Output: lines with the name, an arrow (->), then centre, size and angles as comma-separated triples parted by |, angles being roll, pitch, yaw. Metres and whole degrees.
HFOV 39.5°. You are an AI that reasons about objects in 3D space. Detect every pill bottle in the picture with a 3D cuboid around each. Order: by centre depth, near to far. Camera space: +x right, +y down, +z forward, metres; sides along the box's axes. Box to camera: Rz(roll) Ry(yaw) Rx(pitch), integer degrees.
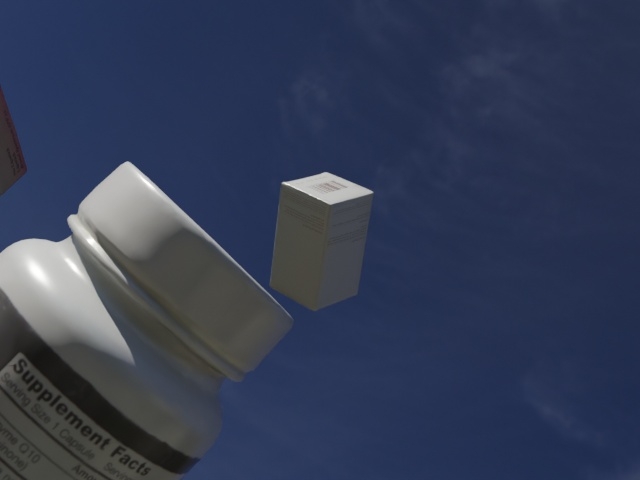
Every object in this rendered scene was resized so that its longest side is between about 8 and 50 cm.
pill bottle -> -0.202, 0.131, 0.632 | 0.204, 0.361, 0.204 | 43, -6, 6

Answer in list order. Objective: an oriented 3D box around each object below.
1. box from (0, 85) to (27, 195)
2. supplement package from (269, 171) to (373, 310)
box -> -0.516, -0.102, 1.181 | 0.127, 0.232, 0.148 | 1, -58, 14
supplement package -> 0.000, 0.000, 1.377 | 0.105, 0.105, 0.179 | 26, -62, 35
